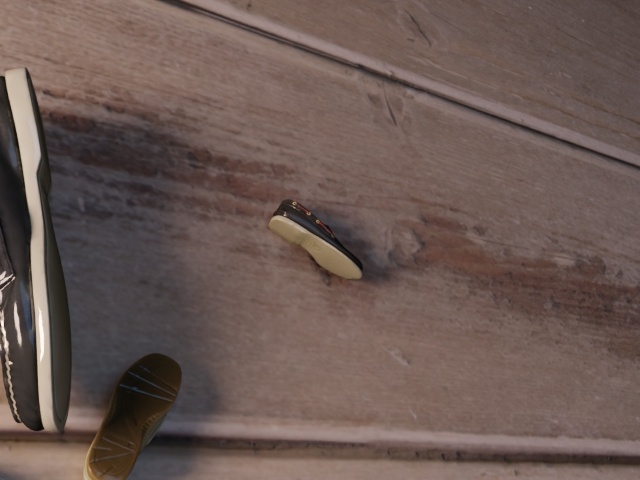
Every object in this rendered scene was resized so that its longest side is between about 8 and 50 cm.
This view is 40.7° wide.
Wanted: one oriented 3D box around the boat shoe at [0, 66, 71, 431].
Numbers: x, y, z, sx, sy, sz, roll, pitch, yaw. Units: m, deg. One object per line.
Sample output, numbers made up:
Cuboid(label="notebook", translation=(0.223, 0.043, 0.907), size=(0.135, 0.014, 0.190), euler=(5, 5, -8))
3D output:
Cuboid(label="boat shoe", translation=(-0.290, 0.007, 0.757), size=(0.113, 0.127, 0.340), euler=(-9, 76, -12))

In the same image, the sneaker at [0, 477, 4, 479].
Cuboid(label="sneaker", translation=(-0.218, 0.234, 0.663), size=(0.217, 0.121, 0.079), euler=(46, 44, -8))

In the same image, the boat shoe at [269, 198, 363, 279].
Cuboid(label="boat shoe", translation=(0.001, -0.001, 1.043), size=(0.133, 0.049, 0.042), euler=(36, 55, -11))

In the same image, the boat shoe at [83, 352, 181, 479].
Cuboid(label="boat shoe", translation=(-0.176, 0.169, 0.801), size=(0.056, 0.048, 0.153), euler=(27, 42, -9))
